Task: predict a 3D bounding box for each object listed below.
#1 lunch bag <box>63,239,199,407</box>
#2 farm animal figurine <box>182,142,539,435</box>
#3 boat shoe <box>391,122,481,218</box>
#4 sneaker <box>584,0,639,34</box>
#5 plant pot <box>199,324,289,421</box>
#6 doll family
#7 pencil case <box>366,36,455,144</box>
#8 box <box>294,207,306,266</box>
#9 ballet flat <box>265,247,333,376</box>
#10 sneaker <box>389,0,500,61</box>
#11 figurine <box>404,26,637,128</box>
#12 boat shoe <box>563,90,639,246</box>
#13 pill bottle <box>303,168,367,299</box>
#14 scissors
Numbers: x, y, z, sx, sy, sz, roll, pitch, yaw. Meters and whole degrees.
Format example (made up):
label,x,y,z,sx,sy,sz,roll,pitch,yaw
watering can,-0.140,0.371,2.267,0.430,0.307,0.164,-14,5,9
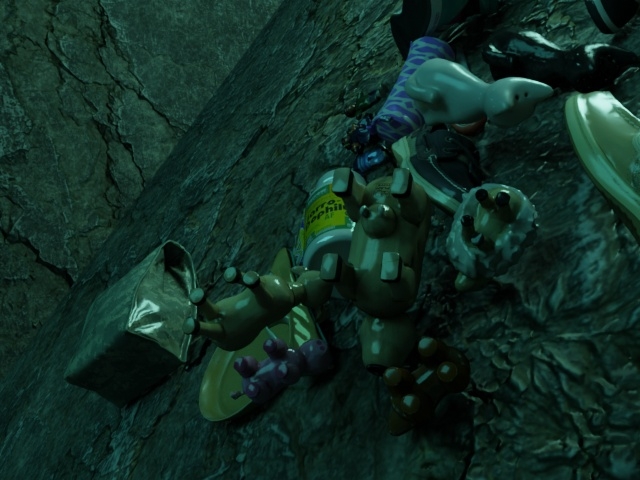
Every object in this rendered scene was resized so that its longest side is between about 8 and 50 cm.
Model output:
label,x,y,z,sx,sy,sz,roll,pitch,yaw
lunch bag,-0.370,0.158,1.461,0.235,0.169,0.287,-36,32,31
farm animal figurine,0.044,0.060,0.810,0.330,0.172,0.326,19,79,27
boat shoe,0.169,-0.105,0.964,0.092,0.103,0.285,-50,17,14
sneaker,0.422,-0.370,0.911,0.097,0.084,0.234,1,56,60
plant pot,-0.104,0.183,1.118,0.236,0.032,0.236,-41,25,24
doll family,0.079,-0.188,1.277,0.111,0.076,0.193,-24,38,38
pencil case,0.157,-0.252,1.206,0.088,0.086,0.206,12,61,35
box,0.000,0.000,1.168,0.059,0.054,0.169,-35,28,32
ballet flat,-0.048,0.097,1.014,0.073,0.080,0.232,-15,43,-8
sneaker,0.233,-0.429,1.292,0.178,0.123,0.295,-25,-3,-5
figurine,0.248,-0.203,0.900,0.215,0.092,0.209,-25,24,-19
boat shoe,0.312,-0.035,0.600,0.110,0.122,0.341,-36,38,22
pill bottle,0.034,-0.019,1.056,0.118,0.118,0.208,-40,26,25
scissors,0.230,-0.252,1.160,0.109,0.021,0.297,-45,25,15
